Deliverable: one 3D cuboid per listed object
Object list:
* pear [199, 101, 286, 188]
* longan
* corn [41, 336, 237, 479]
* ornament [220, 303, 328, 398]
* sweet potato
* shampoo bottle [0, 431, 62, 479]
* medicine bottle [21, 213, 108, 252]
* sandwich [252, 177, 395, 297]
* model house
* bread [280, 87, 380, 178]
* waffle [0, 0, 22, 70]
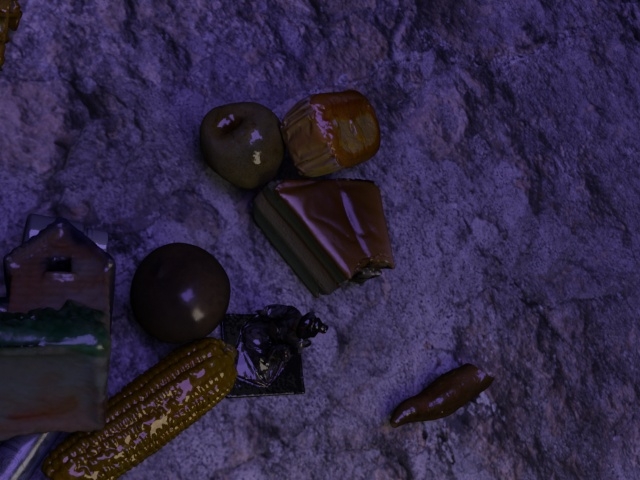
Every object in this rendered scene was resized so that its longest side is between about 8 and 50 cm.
[{"bbox_3d":[-0.144,-0.181,1.485,0.167,0.136,0.167,-9,61,17],"label":"pear"},{"bbox_3d":[-0.233,0.091,1.317,0.167,0.187,0.168,-4,110,-11],"label":"longan"},{"bbox_3d":[-0.274,0.277,1.256,0.363,0.120,0.120,-38,90,-33],"label":"corn"},{"bbox_3d":[-0.067,0.167,1.361,0.153,0.196,0.167,2,68,-27],"label":"ornament"},{"bbox_3d":[0.227,0.304,1.532,0.243,0.077,0.077,-22,81,-23],"label":"sweet potato"},{"bbox_3d":[-0.433,0.293,1.197,0.072,0.072,0.214,36,58,-10],"label":"shampoo bottle"},{"bbox_3d":[-0.424,0.005,1.310,0.130,0.080,0.080,12,65,-23],"label":"medicine bottle"},{"bbox_3d":[0.000,0.000,1.484,0.227,0.155,0.199,0,70,-27],"label":"sandwich"},{"bbox_3d":[-0.458,0.114,1.149,0.312,0.245,0.280,0,45,-14],"label":"model house"},{"bbox_3d":[0.025,-0.209,1.531,0.153,0.119,0.288,67,24,-3],"label":"bread"},{"bbox_3d":[-0.555,-0.403,1.292,0.068,0.293,0.260,11,53,0],"label":"waffle"}]
